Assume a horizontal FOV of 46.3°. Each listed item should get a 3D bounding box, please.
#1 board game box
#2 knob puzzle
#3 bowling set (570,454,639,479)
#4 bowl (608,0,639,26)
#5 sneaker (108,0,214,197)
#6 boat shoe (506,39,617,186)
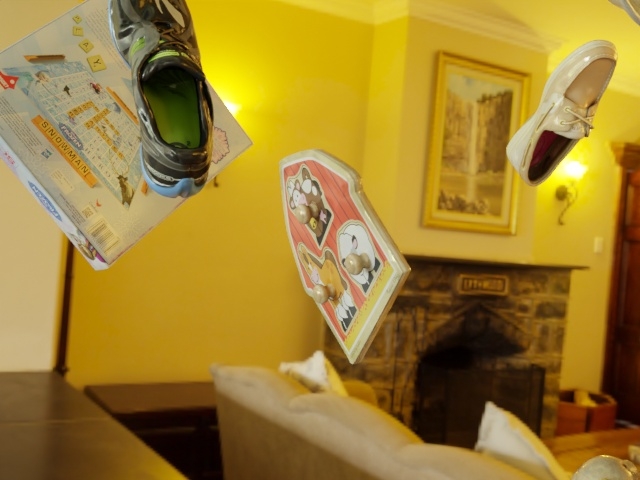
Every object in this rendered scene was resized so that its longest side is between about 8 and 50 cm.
[{"bbox_3d":[-0.305,-0.177,1.104,0.318,0.318,0.066,-45,19,-30],"label":"board game box"},{"bbox_3d":[0.000,0.000,0.700,0.030,0.213,0.213,-18,10,-24],"label":"knob puzzle"},{"bbox_3d":[0.303,0.177,0.585,0.154,0.200,0.287,35,-12,24],"label":"bowling set"},{"bbox_3d":[0.365,-0.371,0.791,0.298,0.297,0.134,4,20,-32],"label":"bowl"},{"bbox_3d":[-0.109,-0.126,0.545,0.067,0.188,0.078,-6,-16,-25],"label":"sneaker"},{"bbox_3d":[0.253,-0.123,0.766,0.063,0.059,0.170,4,-41,-17],"label":"boat shoe"}]
